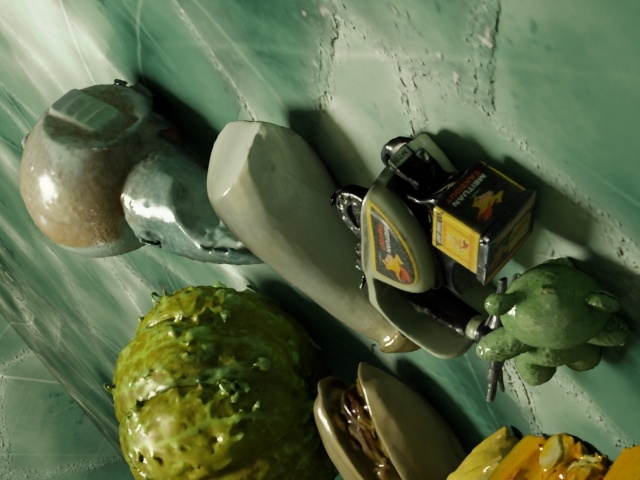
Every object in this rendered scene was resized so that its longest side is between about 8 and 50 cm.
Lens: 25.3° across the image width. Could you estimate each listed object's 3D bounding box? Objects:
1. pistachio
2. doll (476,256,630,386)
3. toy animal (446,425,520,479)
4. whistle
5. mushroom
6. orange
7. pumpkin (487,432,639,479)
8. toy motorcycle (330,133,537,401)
[{"bbox_3d":[0.078,0.213,1.489,0.206,0.129,0.131,55,-159,-19],"label":"pistachio"},{"bbox_3d":[0.173,0.062,1.065,0.115,0.077,0.150,-5,150,7],"label":"doll"},{"bbox_3d":[0.205,0.259,1.375,0.159,0.070,0.083,39,122,-13],"label":"toy animal"},{"bbox_3d":[-0.168,-0.044,1.444,0.348,0.189,0.189,22,150,28],"label":"whistle"},{"bbox_3d":[0.000,0.000,1.284,0.270,0.103,0.118,45,171,-26],"label":"mushroom"},{"bbox_3d":[-0.088,0.188,1.584,0.300,0.223,0.301,59,-158,-22],"label":"orange"},{"bbox_3d":[0.229,0.231,1.166,0.280,0.139,0.190,30,158,34],"label":"pumpkin"},{"bbox_3d":[0.092,0.020,1.130,0.157,0.091,0.263,35,157,24],"label":"toy motorcycle"}]
